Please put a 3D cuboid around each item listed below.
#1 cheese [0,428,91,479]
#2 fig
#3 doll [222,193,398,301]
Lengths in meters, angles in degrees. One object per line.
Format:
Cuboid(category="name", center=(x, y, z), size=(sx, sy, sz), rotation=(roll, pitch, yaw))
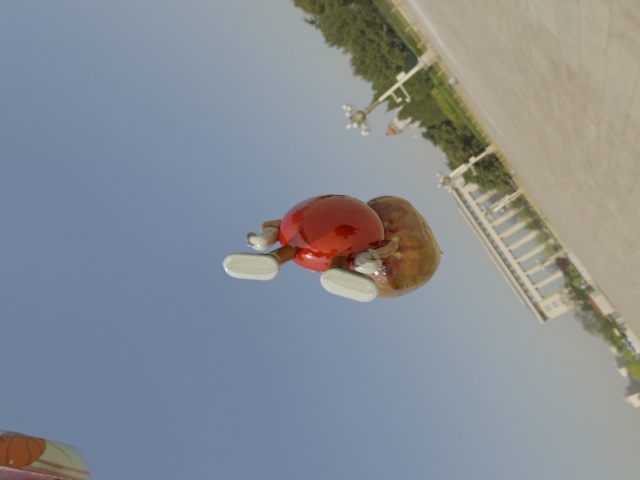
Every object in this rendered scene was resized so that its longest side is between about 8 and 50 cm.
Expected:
Cuboid(category="cheese", center=(-0.339, 0.282, 0.523), size=(0.286, 0.188, 0.074), rotation=(83, -164, -56))
Cuboid(category="fig", center=(0.139, 0.016, 0.720), size=(0.257, 0.159, 0.159), rotation=(3, -126, -49))
Cuboid(category="doll", center=(0.000, 0.000, 0.521), size=(0.217, 0.183, 0.085), rotation=(-62, -22, -62))
